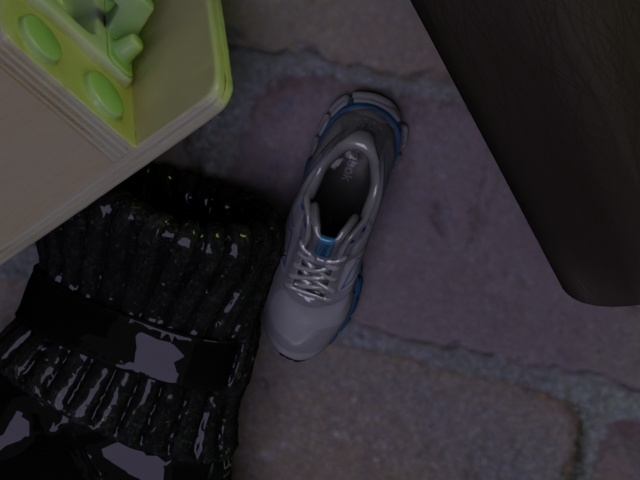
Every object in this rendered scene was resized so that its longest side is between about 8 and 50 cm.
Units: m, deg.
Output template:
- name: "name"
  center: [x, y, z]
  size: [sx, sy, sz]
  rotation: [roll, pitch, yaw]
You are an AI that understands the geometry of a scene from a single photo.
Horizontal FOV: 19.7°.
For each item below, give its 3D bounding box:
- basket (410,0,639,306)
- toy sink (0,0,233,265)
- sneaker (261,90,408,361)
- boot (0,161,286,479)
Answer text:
- name: "basket"
  center: [0.175, -0.089, 1.096]
  size: [0.204, 0.154, 0.227]
  rotation: [-16, 110, 13]
- name: "toy sink"
  center: [-0.188, -0.104, 1.125]
  size: [0.234, 0.153, 0.131]
  rotation: [-32, 130, 20]
- name: "sneaker"
  center: [0.000, 0.000, 1.192]
  size: [0.071, 0.083, 0.190]
  rotation: [16, 113, 1]
- name: "boot"
  center: [-0.202, 0.065, 1.224]
  size: [0.348, 0.131, 0.260]
  rotation: [7, 114, 2]
